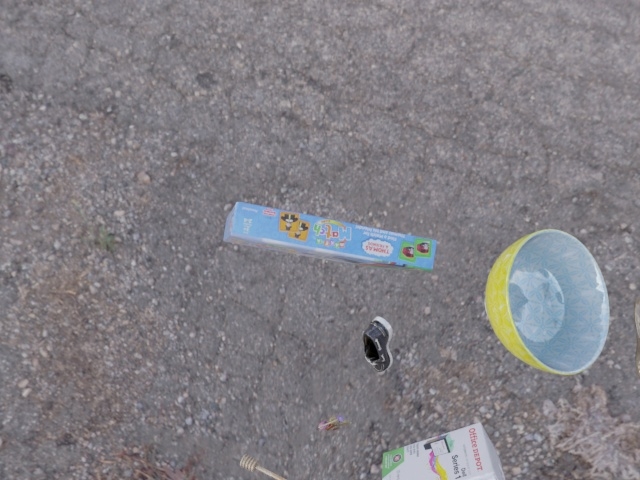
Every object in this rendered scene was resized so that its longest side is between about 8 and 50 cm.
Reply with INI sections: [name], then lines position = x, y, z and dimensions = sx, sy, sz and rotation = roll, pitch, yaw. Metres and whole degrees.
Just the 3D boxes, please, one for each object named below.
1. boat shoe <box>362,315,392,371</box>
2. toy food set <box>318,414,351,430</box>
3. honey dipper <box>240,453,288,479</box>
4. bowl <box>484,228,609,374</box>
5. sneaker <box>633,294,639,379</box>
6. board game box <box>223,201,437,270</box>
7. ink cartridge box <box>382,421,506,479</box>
[boat shoe]
position = 0.083, 0.165, 0.773
dimensions = 0.046, 0.125, 0.038
rotation = 36, 59, 28
[toy food set]
position = 0.034, 0.499, 1.404
dimensions = 0.077, 0.122, 0.019
rotation = -24, 60, 6
[honey dipper]
position = -0.120, 0.566, 1.244
dimensions = 0.160, 0.031, 0.031
rotation = 20, 59, 17
[bowl]
position = 0.441, 0.129, 1.077
dimensions = 0.289, 0.156, 0.290
rotation = 5, 78, -26
[sneaker]
position = 0.560, 0.161, 0.840
dimensions = 0.071, 0.066, 0.188
rotation = -13, 32, 38
[board game box]
position = 0.000, 0.000, 0.587
dimensions = 0.211, 0.160, 0.039
rotation = 11, 85, -12
[ink cartridge box]
position = 0.298, 0.584, 1.252
dimensions = 0.278, 0.201, 0.117
rotation = -24, 100, 14
